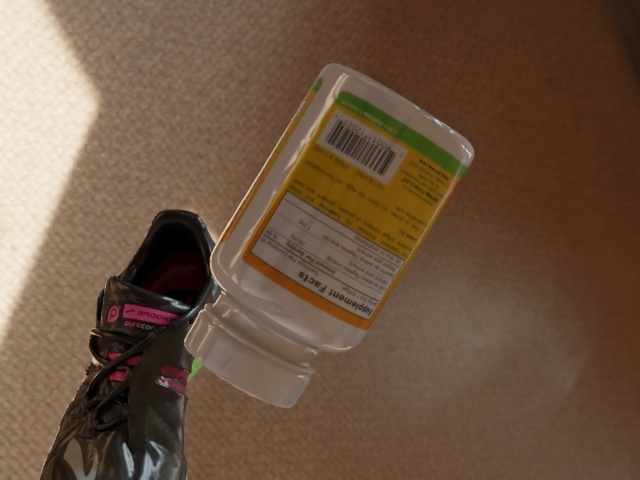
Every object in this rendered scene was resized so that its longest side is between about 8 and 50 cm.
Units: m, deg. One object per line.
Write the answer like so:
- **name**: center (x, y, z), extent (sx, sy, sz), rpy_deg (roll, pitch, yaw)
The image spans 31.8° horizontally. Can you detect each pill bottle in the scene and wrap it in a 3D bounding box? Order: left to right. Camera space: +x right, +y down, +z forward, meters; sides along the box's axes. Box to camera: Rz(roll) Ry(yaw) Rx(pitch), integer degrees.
- **pill bottle**: center (0.000, 0.000, 0.869), extent (0.136, 0.136, 0.246), rpy_deg (29, 94, -40)

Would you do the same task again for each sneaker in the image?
- **sneaker**: center (-0.229, 0.156, 1.343), extent (0.202, 0.185, 0.483), rpy_deg (81, 14, -47)
